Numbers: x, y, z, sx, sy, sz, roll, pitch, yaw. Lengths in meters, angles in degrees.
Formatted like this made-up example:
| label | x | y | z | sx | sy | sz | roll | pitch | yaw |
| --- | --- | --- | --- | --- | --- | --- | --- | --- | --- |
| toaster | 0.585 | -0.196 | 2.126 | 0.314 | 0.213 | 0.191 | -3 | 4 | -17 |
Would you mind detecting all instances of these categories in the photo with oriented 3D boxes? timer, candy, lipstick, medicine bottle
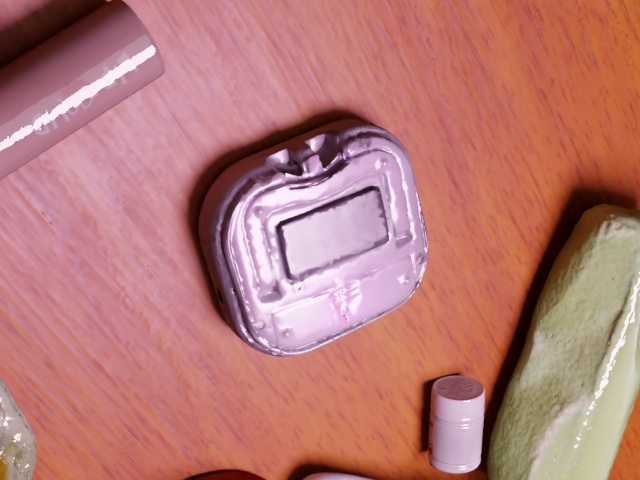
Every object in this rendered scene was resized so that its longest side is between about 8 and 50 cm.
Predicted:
| label | x | y | z | sx | sy | sz | roll | pitch | yaw |
| --- | --- | --- | --- | --- | --- | --- | --- | --- | --- |
| timer | 0.000 | 0.000 | 1.054 | 0.208 | 0.069 | 0.191 | -24 | 117 | -19 |
| candy | 0.287 | 0.130 | 1.236 | 0.142 | 0.132 | 0.343 | 11 | 104 | -25 |
| lipstick | -0.240 | -0.087 | 0.875 | 0.254 | 0.070 | 0.070 | -35 | 123 | -14 |
| medicine bottle | 0.142 | 0.192 | 1.221 | 0.057 | 0.057 | 0.089 | -12 | 115 | -26 |

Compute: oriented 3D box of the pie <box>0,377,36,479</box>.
| label | x | y | z | sx | sy | sz | roll | pitch | yaw |
| --- | --- | --- | --- | --- | --- | --- | --- | --- | --- |
| pie | -0.342 | 0.181 | 0.937 | 0.240 | 0.054 | 0.240 | -11 | 116 | -24 |

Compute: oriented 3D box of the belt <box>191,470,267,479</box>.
| label | x | y | z | sx | sy | sz | roll | pitch | yaw |
| --- | --- | --- | --- | --- | --- | --- | --- | --- | --- |
| belt | -0.121 | 0.383 | 1.110 | 0.227 | 0.115 | 0.324 | 34 | 91 | -34 |

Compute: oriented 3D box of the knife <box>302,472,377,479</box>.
| label | x | y | z | sx | sy | sz | roll | pitch | yaw |
| --- | --- | --- | --- | --- | --- | --- | --- | --- | --- |
| knife | 0.134 | 0.280 | 1.203 | 0.331 | 0.080 | 0.044 | 12 | 60 | -19 |
